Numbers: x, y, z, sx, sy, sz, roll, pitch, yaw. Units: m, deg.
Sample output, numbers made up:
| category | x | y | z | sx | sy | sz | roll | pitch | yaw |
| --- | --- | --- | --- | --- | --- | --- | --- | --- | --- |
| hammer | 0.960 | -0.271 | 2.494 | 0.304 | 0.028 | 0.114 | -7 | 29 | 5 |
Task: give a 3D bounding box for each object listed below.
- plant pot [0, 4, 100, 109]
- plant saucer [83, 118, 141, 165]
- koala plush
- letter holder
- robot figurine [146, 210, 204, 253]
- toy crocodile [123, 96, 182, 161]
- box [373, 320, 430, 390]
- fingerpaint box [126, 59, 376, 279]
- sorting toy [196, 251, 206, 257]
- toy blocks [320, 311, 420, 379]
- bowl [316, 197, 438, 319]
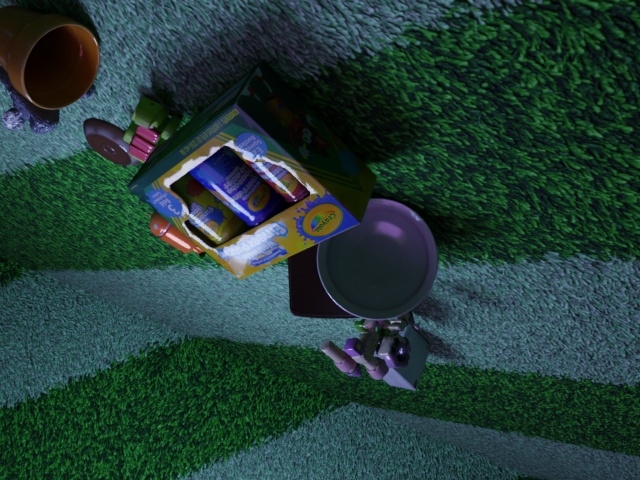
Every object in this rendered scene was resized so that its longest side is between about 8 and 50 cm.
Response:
| category | x | y | z | sx | sy | sz | roll | pitch | yaw |
| --- | --- | --- | --- | --- | --- | --- | --- | --- | --- |
| plant pot | -0.638 | -0.429 | 1.436 | 0.188 | 0.205 | 0.205 | 34 | 159 | 19 |
| plant saucer | -0.612 | -0.278 | 1.878 | 0.199 | 0.036 | 0.198 | 21 | 155 | 10 |
| koala plush | -0.721 | -0.371 | 1.631 | 0.203 | 0.196 | 0.221 | 44 | 151 | -14 |
| letter holder | 0.064 | 0.132 | 1.749 | 0.302 | 0.214 | 0.152 | -2 | 154 | -3 |
| robot figurine | -0.467 | -0.041 | 2.108 | 0.219 | 0.128 | 0.158 | 34 | -164 | -21 |
| toy crocodile | -0.447 | -0.271 | 1.659 | 0.115 | 0.105 | 0.340 | 30 | 155 | -13 |
| box | 0.280 | 0.407 | 2.268 | 0.119 | 0.181 | 0.182 | 0 | 146 | 41 |
| fingerpaint box | -0.164 | -0.129 | 1.467 | 0.445 | 0.163 | 0.371 | -24 | 123 | 41 |
| sorting toy | -0.436 | 0.011 | 2.267 | 0.042 | 0.061 | 0.102 | 12 | 130 | 26 |
| toy blocks | 0.216 | 0.301 | 2.002 | 0.309 | 0.288 | 0.260 | -10 | 135 | 46 |
| bowl | 0.142 | 0.048 | 1.614 | 0.298 | 0.297 | 0.134 | 21 | 178 | 6 |
